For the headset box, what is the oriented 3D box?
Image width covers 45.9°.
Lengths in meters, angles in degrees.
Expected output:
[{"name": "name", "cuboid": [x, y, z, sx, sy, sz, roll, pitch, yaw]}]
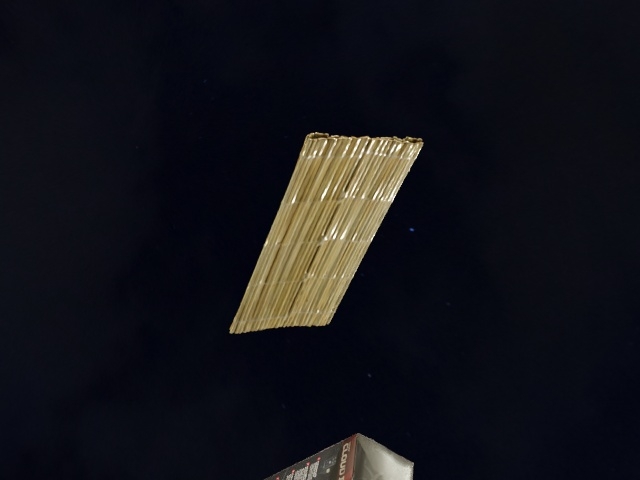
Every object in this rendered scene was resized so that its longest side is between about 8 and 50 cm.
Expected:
[{"name": "headset box", "cuboid": [0.005, 0.409, 1.011, 0.110, 0.218, 0.293, 33, -49, -23]}]

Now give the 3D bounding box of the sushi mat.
[{"name": "sushi mat", "cuboid": [0.000, 0.000, 0.914, 0.151, 0.019, 0.317, 0, -47, -29]}]
